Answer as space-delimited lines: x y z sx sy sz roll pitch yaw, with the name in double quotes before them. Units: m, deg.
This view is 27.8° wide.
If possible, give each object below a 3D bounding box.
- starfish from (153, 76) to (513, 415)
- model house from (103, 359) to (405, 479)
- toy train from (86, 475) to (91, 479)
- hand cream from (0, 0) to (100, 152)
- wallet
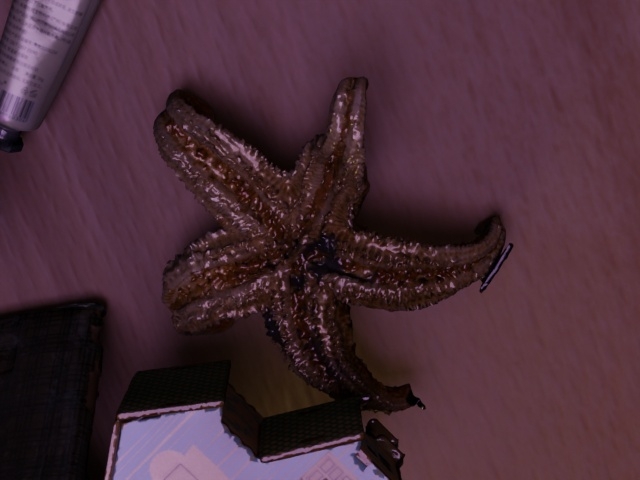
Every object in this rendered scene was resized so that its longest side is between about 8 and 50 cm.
"starfish" 0.003 -0.003 1.050 0.303 0.113 0.312 10 123 6
"model house" -0.086 0.192 1.049 0.206 0.178 0.271 44 98 -9
"toy train" -0.271 0.362 1.150 0.300 0.265 0.188 -30 108 20
"hand cream" -0.219 -0.180 1.039 0.080 0.050 0.234 26 109 -3
"wallet" -0.269 0.195 1.066 0.169 0.317 0.044 -10 142 13
